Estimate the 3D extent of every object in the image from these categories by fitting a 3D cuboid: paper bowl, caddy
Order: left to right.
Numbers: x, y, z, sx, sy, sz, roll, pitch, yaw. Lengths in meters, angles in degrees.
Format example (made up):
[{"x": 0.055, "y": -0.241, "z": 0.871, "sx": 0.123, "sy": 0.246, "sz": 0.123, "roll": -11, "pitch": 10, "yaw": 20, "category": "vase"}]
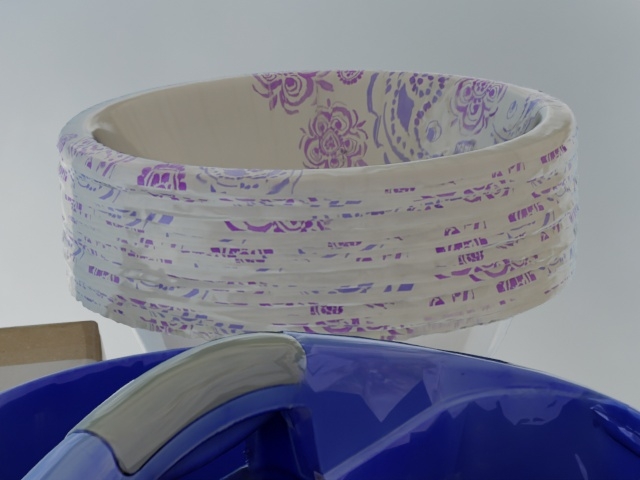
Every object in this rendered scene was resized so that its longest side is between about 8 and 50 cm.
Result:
[{"x": -0.033, "y": 0.116, "z": 0.553, "sx": 0.341, "sy": 0.241, "sz": 0.179, "roll": -25, "pitch": -62, "yaw": -56, "category": "caddy"}, {"x": 0.000, "y": 0.000, "z": 1.096, "sx": 0.284, "sy": 0.284, "sz": 0.148, "roll": -15, "pitch": -70, "yaw": -42, "category": "paper bowl"}]

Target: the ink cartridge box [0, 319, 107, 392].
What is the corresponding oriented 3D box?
[{"x": -0.195, "y": 0.155, "z": 0.970, "sx": 0.193, "sy": 0.088, "sz": 0.235, "roll": -6, "pitch": -135, "yaw": -3, "category": "ink cartridge box"}]
